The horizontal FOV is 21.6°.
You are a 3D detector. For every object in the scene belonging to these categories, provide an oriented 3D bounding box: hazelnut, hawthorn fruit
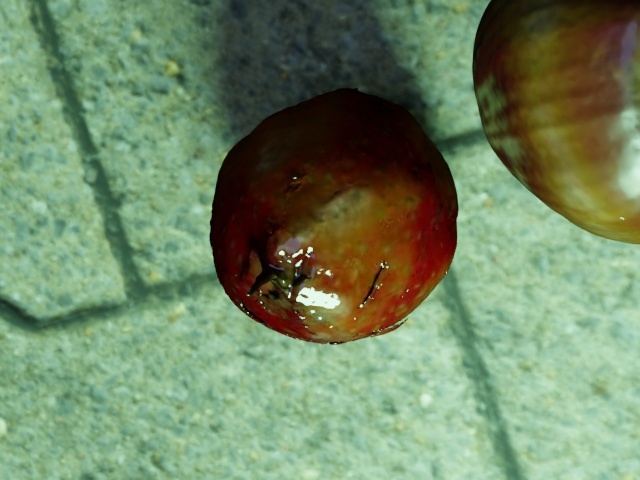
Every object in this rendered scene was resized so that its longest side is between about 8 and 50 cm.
[{"bbox_3d":[0.199,-0.094,1.049,0.181,0.181,0.212,-35,109,-2],"label":"hazelnut"},{"bbox_3d":[0.000,0.000,1.132,0.181,0.235,0.181,8,117,15],"label":"hawthorn fruit"}]
